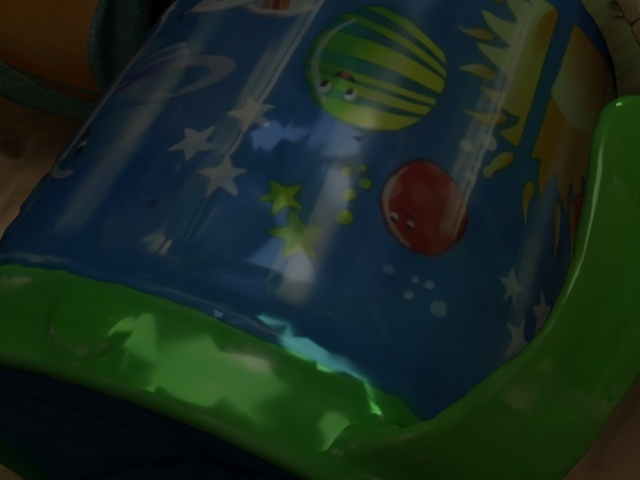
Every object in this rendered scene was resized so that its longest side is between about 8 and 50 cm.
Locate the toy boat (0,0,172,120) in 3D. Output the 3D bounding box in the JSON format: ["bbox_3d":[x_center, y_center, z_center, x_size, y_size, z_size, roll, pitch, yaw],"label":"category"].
[{"bbox_3d":[-0.071,-0.161,0.820,0.267,0.318,0.148,-4,48,-3],"label":"toy boat"}]

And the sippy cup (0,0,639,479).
[{"bbox_3d":[0.000,0.000,0.731,0.305,0.240,0.224,17,69,21],"label":"sippy cup"}]

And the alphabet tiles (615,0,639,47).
[{"bbox_3d":[0.178,-0.075,0.827,0.011,0.285,0.342,-36,52,21],"label":"alphabet tiles"}]
